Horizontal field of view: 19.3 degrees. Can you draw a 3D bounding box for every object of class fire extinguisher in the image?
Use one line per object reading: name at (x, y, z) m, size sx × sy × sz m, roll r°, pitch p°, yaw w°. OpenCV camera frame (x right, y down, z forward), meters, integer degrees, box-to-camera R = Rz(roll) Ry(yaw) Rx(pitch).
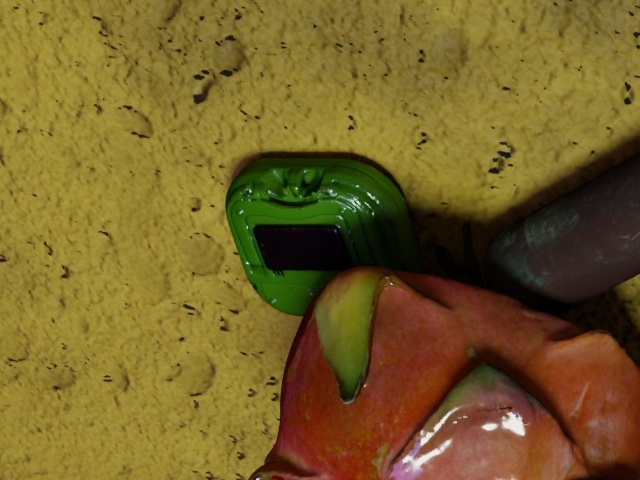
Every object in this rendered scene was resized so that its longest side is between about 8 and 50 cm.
fire extinguisher at (0.179, -0.011, 1.244) m, size 0.267 × 0.072 × 0.089 m, roll -32°, pitch 72°, yaw 43°

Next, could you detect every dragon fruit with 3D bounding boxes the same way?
dragon fruit at (0.093, 0.160, 1.300) m, size 0.290 × 0.189 × 0.290 m, roll 16°, pitch 158°, yaw 7°

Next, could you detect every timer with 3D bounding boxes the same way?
timer at (0.000, 0.000, 1.363) m, size 0.140 × 0.047 × 0.128 m, roll 2°, pitch 127°, yaw 28°
